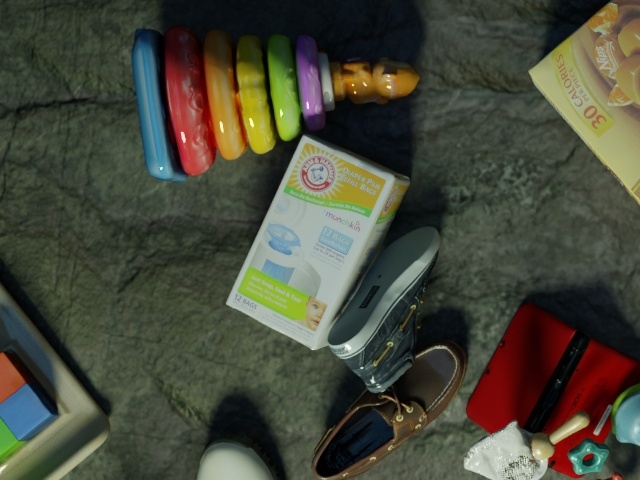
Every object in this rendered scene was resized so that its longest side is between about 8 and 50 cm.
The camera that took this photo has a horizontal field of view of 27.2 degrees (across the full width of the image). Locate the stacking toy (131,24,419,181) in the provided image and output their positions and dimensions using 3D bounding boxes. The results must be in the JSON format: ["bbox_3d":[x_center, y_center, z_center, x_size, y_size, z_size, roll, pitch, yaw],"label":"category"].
[{"bbox_3d":[-0.044,-0.163,1.425,0.302,0.175,0.165,-7,91,2],"label":"stacking toy"}]

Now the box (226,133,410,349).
[{"bbox_3d":[0.000,0.000,1.423,0.114,0.103,0.203,27,96,12],"label":"box"}]

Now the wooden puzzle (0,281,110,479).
[{"bbox_3d":[-0.466,0.187,1.511,0.322,0.080,0.348,-39,79,-5],"label":"wooden puzzle"}]

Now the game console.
[{"bbox_3d":[0.248,0.159,1.408,0.124,0.085,0.144,25,97,-18],"label":"game console"}]

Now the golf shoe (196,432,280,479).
[{"bbox_3d":[-0.096,0.349,1.439,0.105,0.120,0.272,-3,88,15],"label":"golf shoe"}]

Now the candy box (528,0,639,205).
[{"bbox_3d":[0.382,-0.109,1.337,0.183,0.087,0.316,-41,81,10],"label":"candy box"}]

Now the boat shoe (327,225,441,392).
[{"bbox_3d":[0.082,0.073,1.414,0.183,0.065,0.083,-51,122,-24],"label":"boat shoe"}]

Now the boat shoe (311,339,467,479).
[{"bbox_3d":[0.074,0.187,1.421,0.207,0.073,0.073,-47,76,8],"label":"boat shoe"}]

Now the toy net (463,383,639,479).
[{"bbox_3d":[0.256,0.217,1.357,0.232,0.045,0.122,-5,119,-7],"label":"toy net"}]
